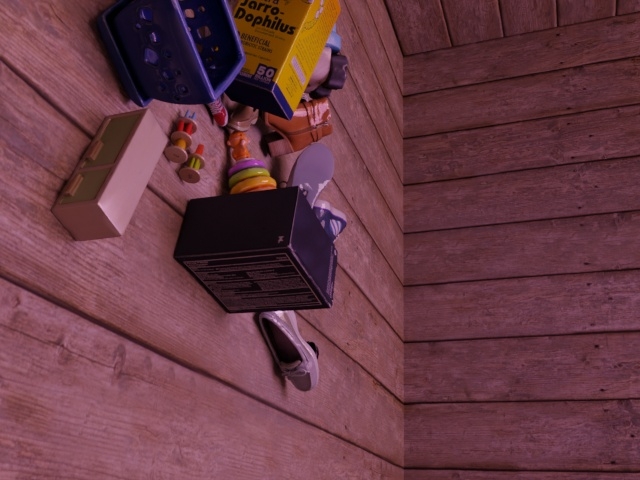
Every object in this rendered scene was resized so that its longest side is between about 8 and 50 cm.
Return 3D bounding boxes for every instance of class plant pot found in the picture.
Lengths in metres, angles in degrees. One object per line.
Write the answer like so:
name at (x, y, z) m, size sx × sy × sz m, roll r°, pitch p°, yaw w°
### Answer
plant pot at (-0.314, -0.421, 1.382) m, size 0.236 × 0.212 × 0.236 m, roll -70°, pitch 148°, yaw -50°

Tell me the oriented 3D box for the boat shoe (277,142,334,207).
boat shoe at (-0.070, -0.139, 2.113) m, size 0.135 × 0.156 × 0.367 m, roll 27°, pitch 64°, yaw -20°

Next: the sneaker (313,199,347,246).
sneaker at (0.000, 0.000, 2.338) m, size 0.323 × 0.130 × 0.236 m, roll 37°, pitch 59°, yaw -71°

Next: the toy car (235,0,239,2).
toy car at (-0.196, -0.780, 1.975) m, size 0.136 × 0.159 × 0.182 m, roll -153°, pitch -129°, yaw -71°

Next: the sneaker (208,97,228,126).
sneaker at (-0.279, -0.356, 1.723) m, size 0.067 × 0.042 × 0.119 m, roll -34°, pitch 109°, yaw -73°

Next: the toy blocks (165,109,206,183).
toy blocks at (-0.310, -0.229, 1.580) m, size 0.123 × 0.054 × 0.148 m, roll 63°, pitch 28°, yaw -46°

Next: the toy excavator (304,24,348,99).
toy excavator at (-0.062, -0.672, 2.077) m, size 0.433 × 0.222 × 0.446 m, roll 179°, pitch -83°, yaw -73°

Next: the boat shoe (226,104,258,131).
boat shoe at (-0.214, -0.356, 1.847) m, size 0.072 × 0.068 × 0.190 m, roll -61°, pitch -176°, yaw 23°

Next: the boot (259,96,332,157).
boot at (-0.076, -0.390, 2.001) m, size 0.109 × 0.220 × 0.284 m, roll -121°, pitch -167°, yaw -47°

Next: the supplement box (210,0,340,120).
supplement box at (-0.114, -0.534, 1.737) m, size 0.357 × 0.194 × 0.195 m, roll -67°, pitch 165°, yaw -7°

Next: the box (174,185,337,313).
box at (-0.144, 0.031, 1.614) m, size 0.294 × 0.296 × 0.183 m, roll 59°, pitch 32°, yaw -52°

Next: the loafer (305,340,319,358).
loafer at (-0.044, 0.365, 2.140) m, size 0.220 × 0.078 × 0.080 m, roll 28°, pitch 58°, yaw -67°

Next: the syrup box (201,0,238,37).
syrup box at (-0.233, -0.592, 1.845) m, size 0.237 × 0.096 × 0.093 m, roll -16°, pitch 101°, yaw -72°

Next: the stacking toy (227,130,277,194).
stacking toy at (-0.193, -0.162, 1.796) m, size 0.175 × 0.166 × 0.302 m, roll -12°, pitch 75°, yaw -29°

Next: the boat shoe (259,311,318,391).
boat shoe at (-0.098, 0.324, 1.954) m, size 0.103 × 0.118 × 0.321 m, roll -53°, pitch 130°, yaw -55°

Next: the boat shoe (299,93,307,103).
boat shoe at (-0.076, -0.486, 2.319) m, size 0.184 × 0.063 × 0.066 m, roll -68°, pitch 146°, yaw -53°

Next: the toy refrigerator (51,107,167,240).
toy refrigerator at (-0.391, -0.131, 1.244) m, size 0.094 × 0.102 × 0.270 m, roll 65°, pitch 27°, yaw -43°
